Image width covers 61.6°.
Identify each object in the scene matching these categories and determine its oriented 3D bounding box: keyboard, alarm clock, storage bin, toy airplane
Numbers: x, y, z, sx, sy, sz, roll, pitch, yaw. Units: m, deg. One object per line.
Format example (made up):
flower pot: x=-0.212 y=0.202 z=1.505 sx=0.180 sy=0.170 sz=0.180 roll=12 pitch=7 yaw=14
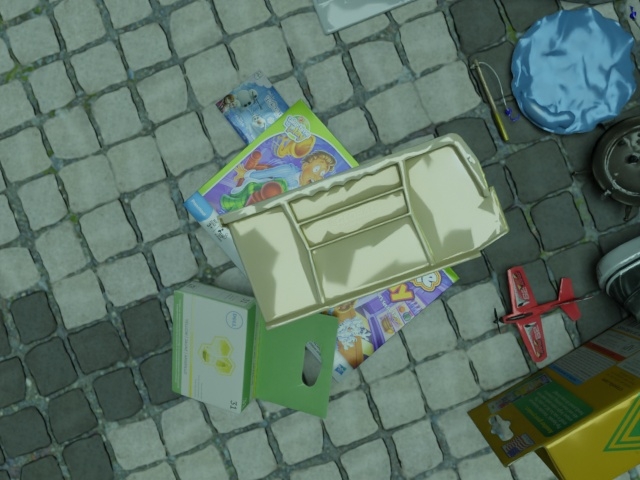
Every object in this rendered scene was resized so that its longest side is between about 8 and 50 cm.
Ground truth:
keyboard: x=0.114 y=-0.400 z=0.836 sx=0.255 sy=0.014 sz=0.072 roll=-21 pitch=94 yaw=3
alarm clock: x=0.475 y=-0.129 z=0.767 sx=0.129 sy=0.064 sz=0.192 roll=45 pitch=111 yaw=10
storage bin: x=0.048 y=-0.013 z=0.634 sx=0.260 sy=0.262 sz=0.123 roll=-20 pitch=90 yaw=2
toy airplane: x=0.335 y=0.102 z=0.817 sx=0.151 sy=0.028 sz=0.151 roll=0 pitch=91 yaw=2

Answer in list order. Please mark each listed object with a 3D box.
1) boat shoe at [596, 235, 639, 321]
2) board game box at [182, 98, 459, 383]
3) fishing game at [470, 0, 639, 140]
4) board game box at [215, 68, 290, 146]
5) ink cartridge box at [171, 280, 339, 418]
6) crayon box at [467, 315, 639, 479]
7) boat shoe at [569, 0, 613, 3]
boat shoe: x=0.563 y=0.011 z=0.733 sx=0.335 sy=0.121 sz=0.119 roll=-34 pitch=44 yaw=18
board game box: x=0.000 y=0.000 z=0.807 sx=0.233 sy=0.078 sz=0.347 roll=-42 pitch=88 yaw=2
fishing game: x=0.381 y=-0.252 z=0.811 sx=0.263 sy=0.041 sz=0.189 roll=-26 pitch=89 yaw=10
board game box: x=-0.102 y=-0.204 z=0.840 sx=0.090 sy=0.020 sz=0.090 roll=-38 pitch=88 yaw=1
ink cartridge box: x=-0.101 y=0.167 z=0.775 sx=0.234 sy=0.056 sz=0.171 roll=13 pitch=109 yaw=19
crayon box: x=0.379 y=0.218 z=0.729 sx=0.322 sy=0.203 sz=0.083 roll=-31 pitch=89 yaw=3
boat shoe: x=0.362 y=-0.423 z=0.774 sx=0.306 sy=0.105 sz=0.113 roll=7 pitch=91 yaw=-1
